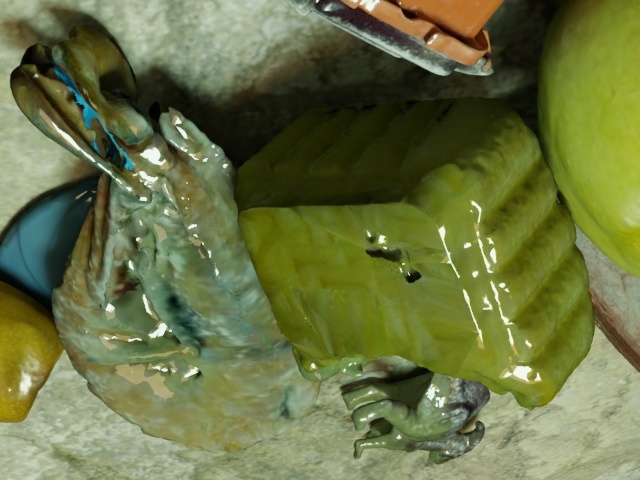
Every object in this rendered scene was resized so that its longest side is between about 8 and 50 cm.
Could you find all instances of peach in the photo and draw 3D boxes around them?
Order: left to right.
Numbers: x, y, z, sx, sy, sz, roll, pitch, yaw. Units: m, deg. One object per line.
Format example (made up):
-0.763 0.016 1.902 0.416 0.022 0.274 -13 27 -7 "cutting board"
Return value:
0.314 -0.104 0.768 0.316 0.281 0.314 33 151 -2 "peach"

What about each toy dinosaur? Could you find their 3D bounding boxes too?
0.111 0.196 1.283 0.162 0.077 0.294 -13 157 -3 "toy dinosaur"

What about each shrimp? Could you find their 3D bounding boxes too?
-0.133 0.023 0.928 0.221 0.110 0.445 -11 129 9 "shrimp"

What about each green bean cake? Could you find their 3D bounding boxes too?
0.064 0.020 0.841 0.236 0.124 0.233 0 124 40 "green bean cake"

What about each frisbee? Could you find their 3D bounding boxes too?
-0.153 0.044 1.043 0.290 0.049 0.289 -6 142 -5 "frisbee"

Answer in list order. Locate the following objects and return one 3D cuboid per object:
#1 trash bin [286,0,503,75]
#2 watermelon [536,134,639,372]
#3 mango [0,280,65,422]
0.089 -0.230 0.668 0.184 0.161 0.239 22 128 -35 "trash bin"
0.273 0.027 0.979 0.250 0.292 0.283 15 144 15 "watermelon"
-0.400 0.099 0.967 0.359 0.144 0.187 -10 115 -10 "mango"
